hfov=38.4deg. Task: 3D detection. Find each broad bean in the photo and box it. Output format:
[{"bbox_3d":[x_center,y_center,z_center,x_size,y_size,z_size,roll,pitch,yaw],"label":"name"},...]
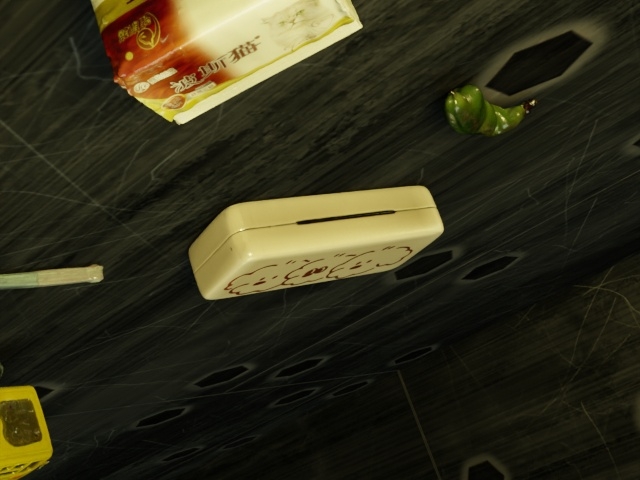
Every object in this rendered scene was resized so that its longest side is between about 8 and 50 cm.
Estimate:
[{"bbox_3d":[0.180,-0.145,1.045,0.195,0.046,0.061,-7,147,-50],"label":"broad bean"}]

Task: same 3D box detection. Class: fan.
[{"bbox_3d":[-0.378,0.050,1.044,0.282,0.023,0.057,-3,154,-41],"label":"fan"}]

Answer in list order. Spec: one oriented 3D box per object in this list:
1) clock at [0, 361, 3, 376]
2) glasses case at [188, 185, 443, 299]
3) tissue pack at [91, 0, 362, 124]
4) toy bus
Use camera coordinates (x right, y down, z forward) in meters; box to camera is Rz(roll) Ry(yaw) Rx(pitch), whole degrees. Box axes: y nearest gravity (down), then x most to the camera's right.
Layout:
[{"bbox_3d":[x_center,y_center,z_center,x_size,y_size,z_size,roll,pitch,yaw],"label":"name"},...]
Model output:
[{"bbox_3d":[-0.541,0.186,1.225,0.225,0.049,0.226,-20,162,-7],"label":"clock"},{"bbox_3d":[0.000,0.000,1.226,0.336,0.076,0.144,-8,158,-35],"label":"glasses case"},{"bbox_3d":[-0.067,-0.164,0.609,0.148,0.106,0.099,-26,162,14],"label":"tissue pack"},{"bbox_3d":[-0.514,0.268,1.182,0.152,0.144,0.330,-29,163,24],"label":"toy bus"}]
